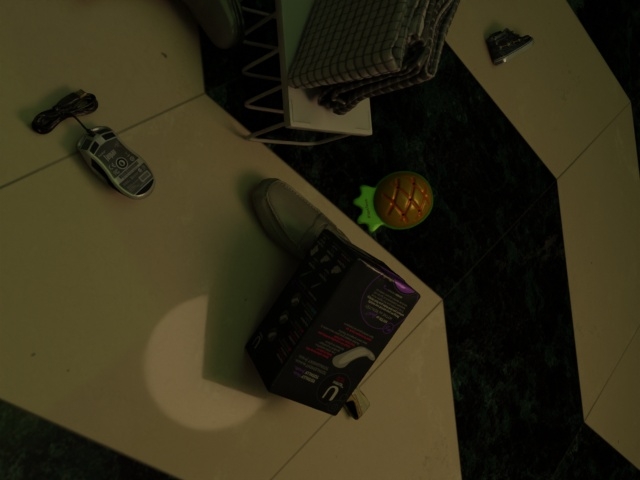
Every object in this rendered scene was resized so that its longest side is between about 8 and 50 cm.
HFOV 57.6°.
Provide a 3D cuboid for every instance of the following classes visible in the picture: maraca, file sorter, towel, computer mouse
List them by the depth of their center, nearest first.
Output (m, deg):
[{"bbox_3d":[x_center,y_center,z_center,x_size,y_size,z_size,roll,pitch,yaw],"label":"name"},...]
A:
[{"bbox_3d":[-0.343,-0.138,0.912,0.193,0.042,0.106,50,53,-16],"label":"computer mouse"},{"bbox_3d":[0.099,-0.352,0.945,0.121,0.235,0.284,33,66,-39],"label":"towel"},{"bbox_3d":[-0.039,-0.324,1.088,0.192,0.173,0.278,-3,87,-40],"label":"file sorter"},{"bbox_3d":[0.161,-0.083,1.276,0.185,0.099,0.127,-14,92,-13],"label":"maraca"}]

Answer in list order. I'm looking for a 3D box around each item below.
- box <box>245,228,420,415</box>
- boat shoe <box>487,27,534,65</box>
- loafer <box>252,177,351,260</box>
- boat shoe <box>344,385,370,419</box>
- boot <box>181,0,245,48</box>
[{"bbox_3d":[0.018,0.145,1.034,0.165,0.143,0.270,31,97,-32],"label":"box"},{"bbox_3d":[0.540,-0.566,1.647,0.183,0.065,0.083,-38,110,-34],"label":"boat shoe"},{"bbox_3d":[0.000,0.000,1.123,0.319,0.111,0.112,45,60,-26],"label":"loafer"},{"bbox_3d":[0.052,0.307,1.170,0.135,0.050,0.045,53,52,-22],"label":"boat shoe"},{"bbox_3d":[-0.291,-0.435,0.954,0.222,0.118,0.338,-38,97,-32],"label":"boot"}]
